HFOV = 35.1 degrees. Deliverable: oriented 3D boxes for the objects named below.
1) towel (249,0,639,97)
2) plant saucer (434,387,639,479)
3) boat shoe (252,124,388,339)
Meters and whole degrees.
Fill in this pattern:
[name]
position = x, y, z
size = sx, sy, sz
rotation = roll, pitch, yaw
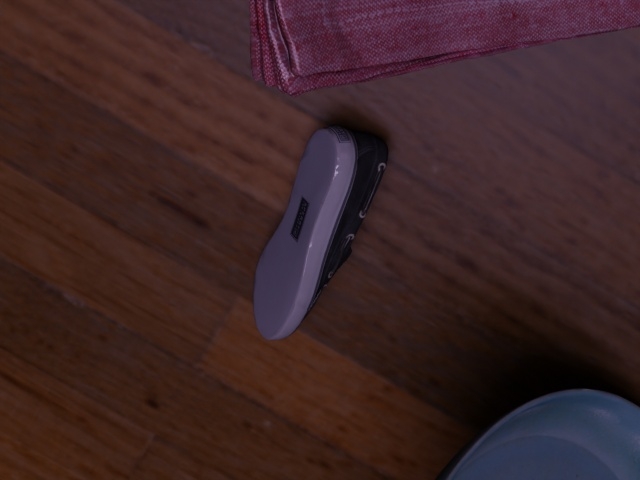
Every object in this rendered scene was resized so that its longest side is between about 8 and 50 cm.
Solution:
[towel]
position = 0.077, -0.228, 0.389
size = 0.237, 0.037, 0.329
rotation = -16, 123, -22
[plant saucer]
position = 0.127, 0.240, 0.548
size = 0.044, 0.317, 0.317
rotation = -7, 116, 50
[boat shoe]
position = 0.000, 0.000, 0.580
size = 0.040, 0.049, 0.142
rotation = 1, 126, -33
